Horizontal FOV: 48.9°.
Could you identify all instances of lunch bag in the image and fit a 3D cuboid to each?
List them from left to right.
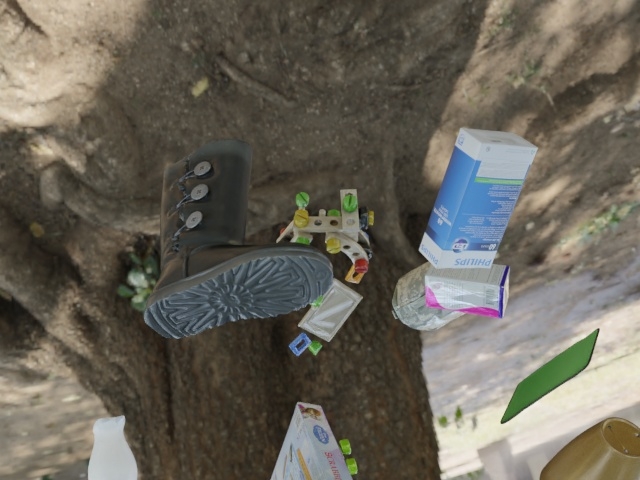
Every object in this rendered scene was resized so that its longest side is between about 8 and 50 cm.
[{"bbox_3d":[0.402,0.161,2.300,0.305,0.213,0.256,-32,172,27],"label":"lunch bag"}]

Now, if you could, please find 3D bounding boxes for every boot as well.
[{"bbox_3d":[-0.163,-0.042,1.428,0.366,0.445,0.146,-14,130,9],"label":"boot"}]

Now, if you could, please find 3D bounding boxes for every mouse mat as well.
[{"bbox_3d":[0.378,0.222,1.158,0.190,0.007,0.152,-46,173,33],"label":"mouse mat"}]

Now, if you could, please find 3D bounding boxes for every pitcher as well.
[{"bbox_3d":[-0.571,0.600,1.911,0.125,0.207,0.178,-2,155,-26],"label":"pitcher"}]

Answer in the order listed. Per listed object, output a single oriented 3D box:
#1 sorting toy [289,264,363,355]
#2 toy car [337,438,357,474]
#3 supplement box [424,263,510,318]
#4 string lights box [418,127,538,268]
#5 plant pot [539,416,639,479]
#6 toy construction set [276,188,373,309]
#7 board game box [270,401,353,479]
[{"bbox_3d":[0.027,0.209,2.174,0.348,0.047,0.196,-53,142,1],"label":"sorting toy"},{"bbox_3d":[0.033,0.777,2.356,0.155,0.149,0.188,-11,131,-9],"label":"toy car"},{"bbox_3d":[0.415,0.131,1.992,0.220,0.114,0.111,7,123,21],"label":"supplement box"},{"bbox_3d":[0.294,-0.074,1.330,0.133,0.077,0.260,1,120,-27],"label":"string lights box"},{"bbox_3d":[0.699,0.564,1.743,0.237,0.237,0.254,-6,131,-21],"label":"plant pot"},{"bbox_3d":[0.000,0.000,1.736,0.257,0.309,0.237,24,148,9],"label":"toy construction set"},{"bbox_3d":[-0.037,0.572,1.519,0.065,0.319,0.318,14,106,-18],"label":"board game box"}]
